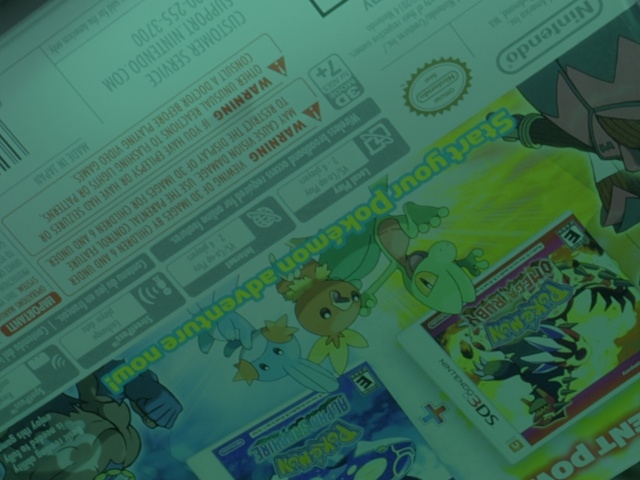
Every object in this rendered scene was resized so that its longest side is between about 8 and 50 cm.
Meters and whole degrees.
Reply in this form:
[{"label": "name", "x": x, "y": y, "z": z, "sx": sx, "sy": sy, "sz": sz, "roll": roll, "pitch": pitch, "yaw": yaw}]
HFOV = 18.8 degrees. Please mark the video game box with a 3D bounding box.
[{"label": "video game box", "x": 0.000, "y": 0.000, "z": 0.483, "sx": 0.205, "sy": 0.048, "sz": 0.187, "roll": -34, "pitch": 110, "yaw": 13}]
